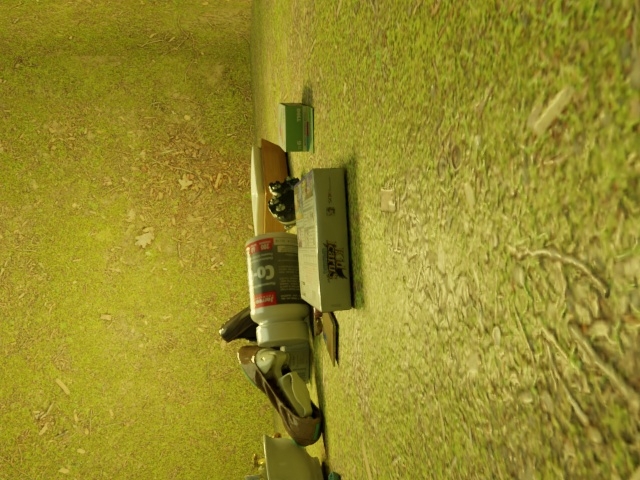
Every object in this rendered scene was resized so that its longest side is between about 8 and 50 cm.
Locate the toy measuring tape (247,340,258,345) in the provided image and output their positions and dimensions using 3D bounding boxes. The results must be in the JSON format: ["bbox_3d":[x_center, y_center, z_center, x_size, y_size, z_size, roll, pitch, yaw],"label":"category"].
[{"bbox_3d":[-0.189,0.227,1.960,0.121,0.121,0.330,103,-173,-60],"label":"toy measuring tape"}]

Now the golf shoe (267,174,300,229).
[{"bbox_3d":[-0.071,-0.081,1.438,0.273,0.105,0.120,-102,-5,-70],"label":"golf shoe"}]

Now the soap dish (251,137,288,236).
[{"bbox_3d":[-0.170,-0.164,1.891,0.291,0.118,0.229,100,164,-56],"label":"soap dish"}]

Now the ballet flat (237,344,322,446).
[{"bbox_3d":[-0.099,0.368,1.450,0.342,0.116,0.124,50,132,35],"label":"ballet flat"}]

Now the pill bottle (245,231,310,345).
[{"bbox_3d":[-0.113,0.134,1.495,0.161,0.161,0.283,113,152,-70],"label":"pill bottle"}]

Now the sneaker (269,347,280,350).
[{"bbox_3d":[-0.119,0.382,1.857,0.290,0.106,0.123,-86,-4,-62],"label":"sneaker"}]

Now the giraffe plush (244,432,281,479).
[{"bbox_3d":[-0.113,0.711,1.785,0.170,0.210,0.181,-38,-54,-65],"label":"giraffe plush"}]

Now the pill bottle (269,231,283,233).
[{"bbox_3d":[-0.122,0.092,1.672,0.121,0.121,0.216,100,164,-55],"label":"pill bottle"}]

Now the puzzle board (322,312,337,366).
[{"bbox_3d":[0.019,0.191,1.176,0.128,0.011,0.096,-117,24,-70],"label":"puzzle board"}]

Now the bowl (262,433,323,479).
[{"bbox_3d":[-0.059,0.628,1.400,0.298,0.134,0.298,171,90,-81],"label":"bowl"}]

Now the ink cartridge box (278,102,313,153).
[{"bbox_3d":[-0.063,-0.275,1.356,0.209,0.062,0.109,-121,30,-70],"label":"ink cartridge box"}]

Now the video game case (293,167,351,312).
[{"bbox_3d":[0.000,0.000,1.067,0.269,0.061,0.244,177,89,-81],"label":"video game case"}]

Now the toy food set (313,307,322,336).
[{"bbox_3d":[-0.006,0.179,1.312,0.122,0.019,0.078,-101,9,-80],"label":"toy food set"}]

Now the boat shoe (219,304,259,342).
[{"bbox_3d":[-0.164,0.249,1.693,0.130,0.132,0.355,58,-152,7],"label":"boat shoe"}]

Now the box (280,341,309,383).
[{"bbox_3d":[-0.076,0.327,1.625,0.137,0.072,0.126,-109,19,-61],"label":"box"}]

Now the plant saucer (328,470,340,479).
[{"bbox_3d":[0.041,0.586,1.162,0.067,0.018,0.192,101,164,-57],"label":"plant saucer"}]
